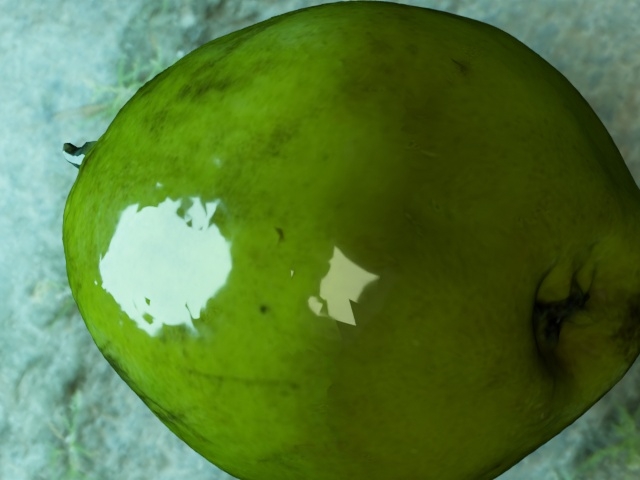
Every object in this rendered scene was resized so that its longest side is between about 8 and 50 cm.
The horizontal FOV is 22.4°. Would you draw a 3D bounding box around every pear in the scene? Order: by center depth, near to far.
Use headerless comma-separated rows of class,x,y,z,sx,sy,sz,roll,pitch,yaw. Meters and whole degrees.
pear,0.000,0.000,0.919,0.375,0.287,0.287,19,93,27
